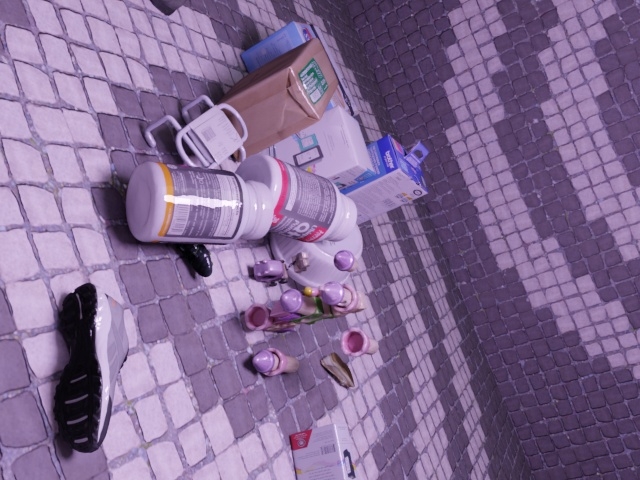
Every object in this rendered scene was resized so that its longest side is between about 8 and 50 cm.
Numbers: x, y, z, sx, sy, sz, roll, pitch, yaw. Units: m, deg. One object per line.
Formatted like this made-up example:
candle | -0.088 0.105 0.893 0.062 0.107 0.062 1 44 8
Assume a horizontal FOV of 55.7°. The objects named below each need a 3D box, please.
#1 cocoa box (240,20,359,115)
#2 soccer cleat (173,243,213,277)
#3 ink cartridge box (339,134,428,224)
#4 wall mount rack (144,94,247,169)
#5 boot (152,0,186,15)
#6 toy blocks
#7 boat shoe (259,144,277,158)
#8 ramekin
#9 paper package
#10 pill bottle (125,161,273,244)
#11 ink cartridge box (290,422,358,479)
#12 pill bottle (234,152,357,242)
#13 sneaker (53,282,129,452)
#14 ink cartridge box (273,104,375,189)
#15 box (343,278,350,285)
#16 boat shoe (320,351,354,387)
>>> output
cocoa box | -0.066 -0.529 2.058 0.347 0.231 0.228 65 25 -5
soccer cleat | -0.298 0.005 1.335 0.072 0.060 0.179 -20 81 -57
ink cartridge box | 0.197 -0.210 2.125 0.270 0.395 0.151 25 47 -57
wall mount rack | -0.268 -0.190 1.488 0.304 0.130 0.350 56 26 -15
boot | -0.411 -0.695 1.575 0.246 0.161 0.084 12 58 -62
toy blocks | -0.051 0.144 1.430 0.260 0.288 0.309 30 46 -61
boat shoe | -0.139 -0.193 1.780 0.079 0.081 0.228 52 21 -72
ramekin | 0.000 0.000 1.739 0.272 0.127 0.273 22 45 -24
paper package | -0.127 -0.409 1.734 0.168 0.309 0.325 57 27 -21
pill bottle | -0.248 -0.072 1.267 0.278 0.162 0.162 3 65 -40
ink cartridge box | 0.011 0.531 1.420 0.072 0.127 0.175 29 44 -58
pill bottle | -0.058 -0.092 1.522 0.318 0.176 0.177 16 54 -44
sneaker | -0.357 0.204 0.982 0.108 0.100 0.272 43 33 -53
ink cartridge box | -0.004 -0.257 1.887 0.198 0.270 0.197 10 61 -68
box | 0.024 0.127 1.849 0.102 0.087 0.101 61 25 -14
boat shoe | 0.053 0.381 1.753 0.153 0.048 0.056 54 14 -41
